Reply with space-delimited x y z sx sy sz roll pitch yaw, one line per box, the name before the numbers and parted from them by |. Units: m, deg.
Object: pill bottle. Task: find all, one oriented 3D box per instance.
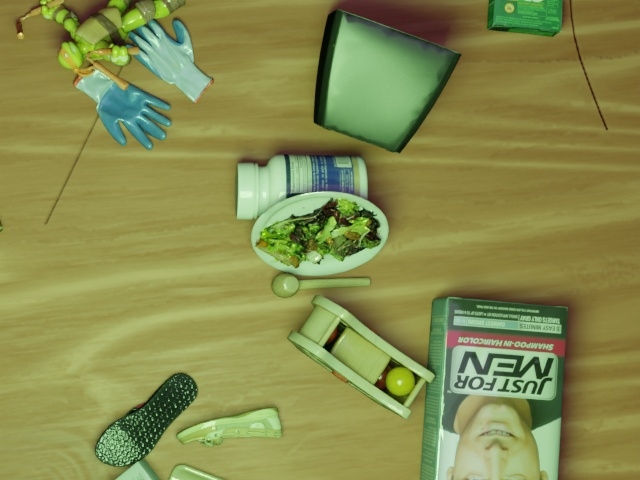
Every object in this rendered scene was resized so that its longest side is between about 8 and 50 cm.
pill bottle | -0.030 -0.071 1.890 0.187 0.112 0.111 1 85 -7

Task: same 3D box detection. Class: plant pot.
plant pot | 0.079 -0.227 1.890 0.188 0.188 0.166 18 95 -6

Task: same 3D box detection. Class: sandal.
sandal | -0.252 0.265 1.875 0.179 0.040 0.067 -41 97 -23

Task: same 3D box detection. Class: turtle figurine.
turtle figurine | -0.299 -0.306 1.863 0.217 0.087 0.269 -43 49 -18

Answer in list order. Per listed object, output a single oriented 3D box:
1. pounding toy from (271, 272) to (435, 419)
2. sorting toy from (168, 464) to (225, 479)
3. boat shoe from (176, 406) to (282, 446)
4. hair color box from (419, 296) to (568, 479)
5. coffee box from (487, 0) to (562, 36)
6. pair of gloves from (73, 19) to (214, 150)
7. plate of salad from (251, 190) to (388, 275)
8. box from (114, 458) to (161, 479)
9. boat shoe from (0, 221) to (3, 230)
pounding toy | 0.052 0.124 1.864 0.270 0.154 0.154 35 82 -4
sorting toy | -0.160 0.446 1.864 0.348 0.047 0.196 22 83 -5
boat shoe | -0.133 0.281 1.878 0.153 0.056 0.048 -10 82 -16
hair color box | 0.252 0.277 1.899 0.186 0.113 0.374 5 85 -7
coffee box | 0.322 -0.414 2.001 0.113 0.040 0.184 4 85 -8
pair of gloves | -0.258 -0.240 1.920 0.159 0.023 0.198 42 82 -3
plate of salad | 0.000 0.000 1.855 0.200 0.199 0.048 1 52 -7
box | -0.282 0.424 1.823 0.186 0.038 0.145 -39 81 5
boat shoe | -0.547 -0.017 1.841 0.178 0.064 0.060 -11 89 -6
